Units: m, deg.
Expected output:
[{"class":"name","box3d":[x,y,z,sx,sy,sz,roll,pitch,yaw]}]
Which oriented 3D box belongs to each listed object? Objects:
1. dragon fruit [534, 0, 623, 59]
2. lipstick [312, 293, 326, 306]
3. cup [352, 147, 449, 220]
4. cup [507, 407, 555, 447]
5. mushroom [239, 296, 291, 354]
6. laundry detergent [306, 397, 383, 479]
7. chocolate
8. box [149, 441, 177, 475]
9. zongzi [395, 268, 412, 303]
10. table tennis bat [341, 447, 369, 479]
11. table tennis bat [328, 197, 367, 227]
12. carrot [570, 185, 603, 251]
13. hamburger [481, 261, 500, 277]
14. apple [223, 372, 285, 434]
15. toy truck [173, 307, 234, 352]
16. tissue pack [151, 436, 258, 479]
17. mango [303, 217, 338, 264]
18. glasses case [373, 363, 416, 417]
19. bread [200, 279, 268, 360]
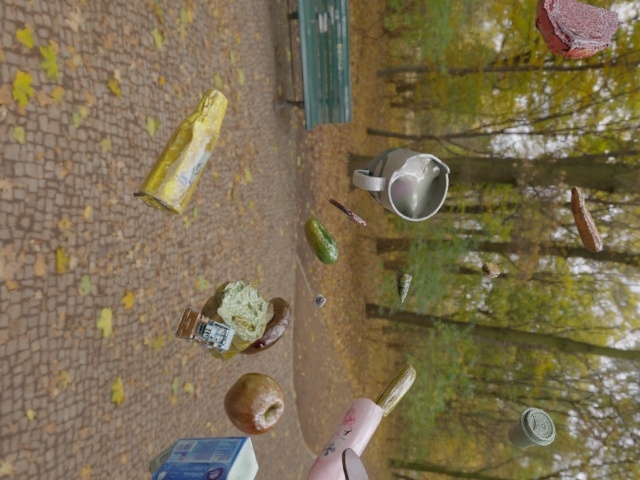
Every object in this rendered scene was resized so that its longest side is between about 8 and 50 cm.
[{"class":"dragon fruit","box3d":[0.747,-0.625,1.544,0.189,0.261,0.163,-103,-158,-69]},{"class":"lipstick","box3d":[0.000,0.149,1.292,0.025,0.025,0.107,-49,179,-10]},{"class":"cup","box3d":[0.252,-0.199,1.747,0.257,0.289,0.219,-139,-129,-64]},{"class":"cup","box3d":[0.680,0.622,1.696,0.141,0.120,0.120,116,-12,-49]},{"class":"mushroom","box3d":[-0.256,0.328,2.058,0.254,0.267,0.267,26,62,-42]},{"class":"laundry detergent","box3d":[0.041,0.569,1.356,0.335,0.088,0.159,-48,179,-35]},{"class":"chocolate","box3d":[-0.433,-0.300,1.687,0.162,0.162,0.445,61,51,-69]},{"class":"box","box3d":[-0.508,0.752,1.751,0.069,0.122,0.084,60,-12,-22]},{"class":"zongzi","box3d":[0.302,0.170,1.930,0.104,0.052,0.113,-98,-165,-82]},{"class":"table tennis bat","box3d":[0.071,0.426,0.865,0.095,0.014,0.158,43,22,-58]},{"class":"table tennis bat","box3d":[0.129,-0.116,2.279,0.038,0.200,0.310,-54,166,1]},{"class":"carrot","box3d":[0.813,-0.066,1.602,0.248,0.059,0.059,59,24,-21]},{"class":"hamburger","box3d":[0.768,0.134,2.339,0.044,0.083,0.076,-64,-144,36]},{"class":"apple","box3d":[-0.233,0.575,1.837,0.211,0.188,0.211,-24,125,-40]},{"class":"toy truck","box3d":[-0.287,0.243,1.365,0.178,0.115,0.080,47,57,-60]},{"class":"tissue pack","box3d":[-0.354,0.726,1.615,0.198,0.263,0.146,-56,136,-66]},{"class":"mango","box3d":[0.000,0.002,1.902,0.191,0.085,0.122,62,-14,-4]},{"class":"glasses case","box3d":[0.282,0.560,1.949,0.234,0.064,0.079,-42,120,-32]},{"class":"bread","box3d":[-0.305,0.269,1.781,0.196,0.252,0.238,-41,98,-40]}]
